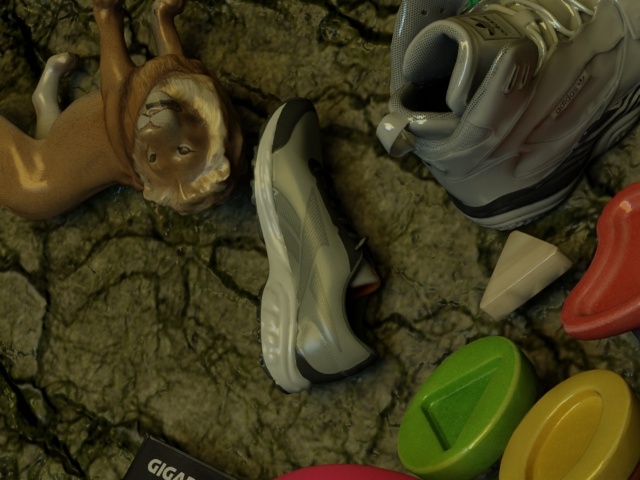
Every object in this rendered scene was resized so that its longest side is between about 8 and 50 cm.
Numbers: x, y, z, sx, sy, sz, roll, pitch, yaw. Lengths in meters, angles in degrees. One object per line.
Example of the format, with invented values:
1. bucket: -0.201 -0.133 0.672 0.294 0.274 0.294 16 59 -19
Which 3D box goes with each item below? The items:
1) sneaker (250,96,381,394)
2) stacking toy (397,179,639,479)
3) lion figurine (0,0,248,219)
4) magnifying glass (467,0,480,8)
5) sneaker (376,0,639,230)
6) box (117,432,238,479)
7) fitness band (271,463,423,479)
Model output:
1. sneaker: 0.000 0.000 1.552 0.108 0.100 0.271 -10 73 17
2. stacking toy: 0.219 0.111 1.339 0.279 0.130 0.309 -11 43 58
3. lion figurine: -0.226 -0.101 1.709 0.392 0.142 0.240 -22 72 44
4. magnifying glass: 0.159 -0.271 1.559 0.092 0.026 0.231 -29 63 25
5. sneaker: 0.196 -0.178 1.386 0.366 0.210 0.137 -51 55 11
6. box: -0.112 0.351 1.488 0.296 0.073 0.293 22 76 37
7. fitness band: 0.061 0.277 1.312 0.209 0.291 0.054 -52 17 34
